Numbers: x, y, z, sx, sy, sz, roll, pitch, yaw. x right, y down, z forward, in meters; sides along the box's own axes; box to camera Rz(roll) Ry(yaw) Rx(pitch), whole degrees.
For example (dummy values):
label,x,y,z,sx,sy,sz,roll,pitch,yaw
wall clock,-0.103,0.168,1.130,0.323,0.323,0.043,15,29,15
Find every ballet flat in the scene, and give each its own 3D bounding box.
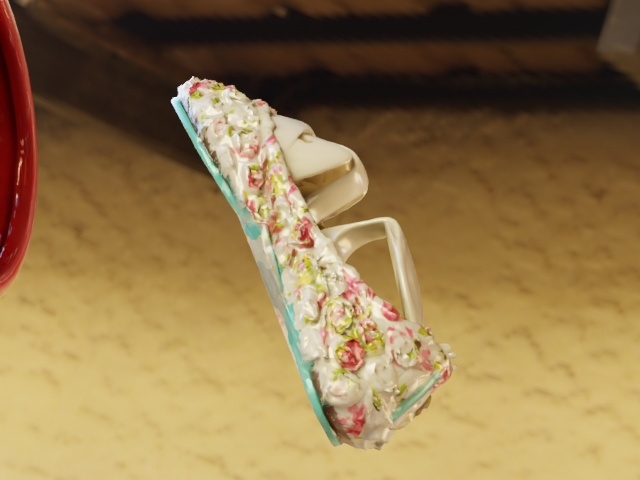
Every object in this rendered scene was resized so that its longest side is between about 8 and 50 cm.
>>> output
label,x,y,z,sx,sy,sz,roll,pitch,yaw
ballet flat,0.000,0.000,0.997,0.077,0.241,0.091,-29,-34,3

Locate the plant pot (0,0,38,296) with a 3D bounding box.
label,x,y,z,sx,sy,sz,roll,pitch,yaw
plant pot,-0.251,-0.053,0.997,0.174,0.191,0.191,-8,-42,13
